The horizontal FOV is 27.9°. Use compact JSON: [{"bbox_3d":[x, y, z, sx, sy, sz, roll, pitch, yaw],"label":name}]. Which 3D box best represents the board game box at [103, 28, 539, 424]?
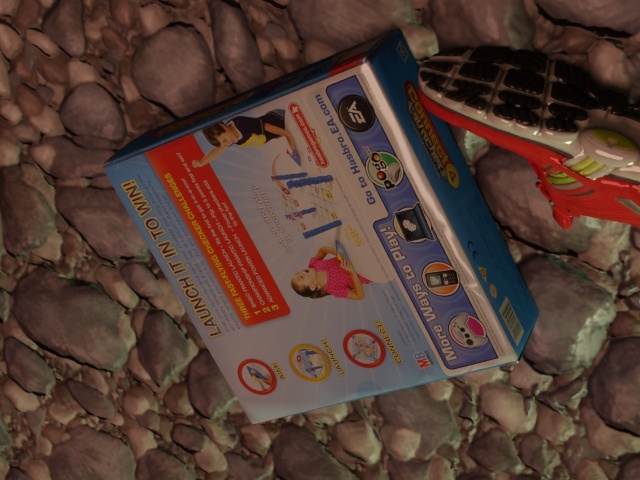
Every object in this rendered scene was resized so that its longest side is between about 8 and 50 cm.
[{"bbox_3d":[0.000,0.000,1.201,0.302,0.086,0.308,-17,109,31],"label":"board game box"}]

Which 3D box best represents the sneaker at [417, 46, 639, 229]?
[{"bbox_3d":[0.199,-0.067,1.066,0.279,0.107,0.118,26,134,12],"label":"sneaker"}]
